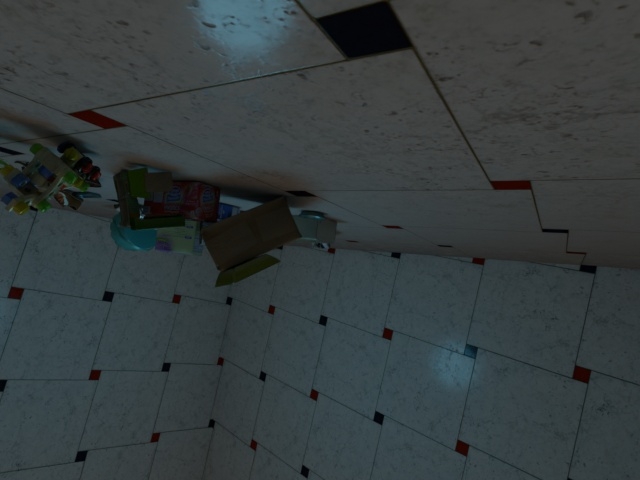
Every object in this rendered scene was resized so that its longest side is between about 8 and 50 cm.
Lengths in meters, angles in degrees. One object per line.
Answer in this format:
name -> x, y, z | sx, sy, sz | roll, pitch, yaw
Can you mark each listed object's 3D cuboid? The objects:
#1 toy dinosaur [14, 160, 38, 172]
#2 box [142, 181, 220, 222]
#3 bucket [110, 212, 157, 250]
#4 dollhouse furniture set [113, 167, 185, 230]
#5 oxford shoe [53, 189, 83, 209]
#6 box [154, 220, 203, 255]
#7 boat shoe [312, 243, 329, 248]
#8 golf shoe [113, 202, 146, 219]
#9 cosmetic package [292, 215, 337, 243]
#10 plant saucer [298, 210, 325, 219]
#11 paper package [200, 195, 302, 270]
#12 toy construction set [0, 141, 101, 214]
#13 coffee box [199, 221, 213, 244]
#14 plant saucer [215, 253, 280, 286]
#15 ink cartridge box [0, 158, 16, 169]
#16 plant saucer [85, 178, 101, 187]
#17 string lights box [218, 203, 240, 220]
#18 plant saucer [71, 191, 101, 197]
toy dinosaur -> -1.019, -0.262, 1.446 | 0.090, 0.047, 0.082 | 40, -172, 6
box -> -0.502, -0.140, 1.465 | 0.257, 0.128, 0.123 | 4, 176, 26
bucket -> -1.103, -0.065, 2.456 | 0.183, 0.281, 0.281 | -2, 170, 43
dollhouse furniture set -> -0.592, -0.140, 1.382 | 0.151, 0.197, 0.301 | -9, -172, -35
oxford shoe -> -1.272, -0.210, 1.990 | 0.076, 0.076, 0.212 | 9, 164, 24
box -> -0.726, -0.053, 2.119 | 0.214, 0.243, 0.117 | 5, 174, 10
boat shoe -> -0.001, -0.004, 2.395 | 0.105, 0.113, 0.306 | -8, -177, 3
golf shoe -> -1.008, -0.139, 2.253 | 0.273, 0.120, 0.105 | 14, 173, -44
cosmetic package -> -0.093, -0.054, 1.969 | 0.309, 0.113, 0.160 | 4, 174, 37
plant saucer -> -0.036, -0.110, 1.763 | 0.119, 0.021, 0.119 | 8, 175, 1
paper package -> -0.270, -0.021, 1.532 | 0.325, 0.168, 0.309 | -24, -176, -15
toy construction set -> -0.726, -0.164, 1.093 | 0.151, 0.215, 0.328 | 47, 164, -25
coffee box -> -0.452, -0.050, 2.039 | 0.297, 0.118, 0.168 | 7, -153, -18
plant saucer -> -0.262, 0.099, 1.403 | 0.188, 0.045, 0.188 | -25, -175, -35
ink cartridge box -> -0.931, -0.251, 1.027 | 0.255, 0.097, 0.189 | 6, 176, -26
plant saucer -> -0.932, -0.236, 1.552 | 0.168, 0.029, 0.168 | 8, 175, 1
string lights box -> -0.511, -0.135, 1.827 | 0.260, 0.076, 0.133 | 11, 173, -41
plant saucer -> -1.185, -0.230, 2.041 | 0.192, 0.018, 0.067 | 5, 174, 35
